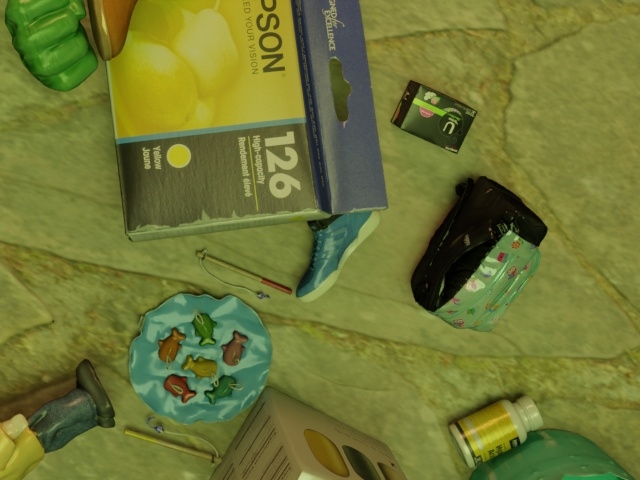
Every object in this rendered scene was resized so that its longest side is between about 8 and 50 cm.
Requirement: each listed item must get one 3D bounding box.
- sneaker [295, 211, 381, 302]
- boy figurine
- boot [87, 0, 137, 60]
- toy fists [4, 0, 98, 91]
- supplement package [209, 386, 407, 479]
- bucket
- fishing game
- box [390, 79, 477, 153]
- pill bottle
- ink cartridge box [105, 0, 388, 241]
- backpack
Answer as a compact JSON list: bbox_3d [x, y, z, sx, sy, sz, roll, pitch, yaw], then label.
[{"bbox_3d":[0.000,0.000,1.643,0.085,0.058,0.152,39,91,-23],"label":"sneaker"},{"bbox_3d":[-0.389,0.255,1.587,0.285,0.177,0.092,-27,76,-15],"label":"boy figurine"},{"bbox_3d":[-0.156,-0.336,1.449,0.211,0.104,0.295,-1,71,-13],"label":"boot"},{"bbox_3d":[-0.322,-0.300,1.458,0.096,0.142,0.279,-17,108,-6],"label":"toy fists"},{"bbox_3d":[-0.012,0.349,1.629,0.199,0.262,0.198,28,98,-17],"label":"supplement package"},{"bbox_3d":[0.324,0.398,1.751,0.281,0.183,0.281,-3,105,-10],"label":"bucket"},{"bbox_3d":[-0.151,0.152,1.668,0.189,0.041,0.264,24,98,-17],"label":"fishing game"},{"bbox_3d":[0.141,-0.155,1.634,0.083,0.052,0.062,22,99,-17],"label":"box"},{"bbox_3d":[0.236,0.252,1.755,0.116,0.065,0.065,-26,108,-3],"label":"pill bottle"},{"bbox_3d":[-0.089,-0.167,1.519,0.307,0.072,0.303,-8,84,-2],"label":"ink cartridge box"},{"bbox_3d":[0.199,0.026,1.651,0.115,0.152,0.182,28,104,-21],"label":"backpack"}]
